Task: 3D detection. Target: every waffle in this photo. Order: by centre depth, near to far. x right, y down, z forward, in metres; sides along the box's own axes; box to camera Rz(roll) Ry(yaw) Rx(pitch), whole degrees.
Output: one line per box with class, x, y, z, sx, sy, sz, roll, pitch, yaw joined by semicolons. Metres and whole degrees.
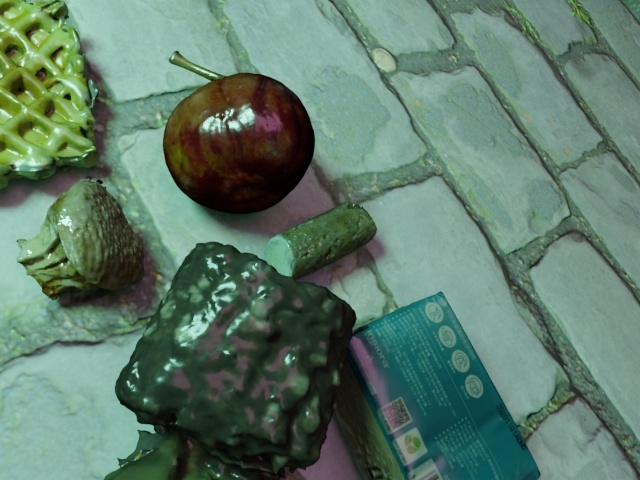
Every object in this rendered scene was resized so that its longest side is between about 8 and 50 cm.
waffle;-0.443;-0.200;0.644;0.298;0.073;0.316;-9;72;-30

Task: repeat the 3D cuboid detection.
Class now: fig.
fig;-0.111;-0.162;0.723;0.186;0.204;0.249;47;28;-44

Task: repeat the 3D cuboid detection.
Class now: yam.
yam;0.000;0.000;0.756;0.179;0.078;0.078;-25;78;-33

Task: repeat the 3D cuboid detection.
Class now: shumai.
shumai;-0.289;0.006;0.600;0.116;0.145;0.145;-17;70;7

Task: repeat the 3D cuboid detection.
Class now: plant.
plant;-0.103;0.174;0.537;0.216;0.213;0.312;22;80;-9

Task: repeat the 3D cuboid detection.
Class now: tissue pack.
tissue pack;0.127;0.223;0.672;0.192;0.134;0.270;-16;74;-32
